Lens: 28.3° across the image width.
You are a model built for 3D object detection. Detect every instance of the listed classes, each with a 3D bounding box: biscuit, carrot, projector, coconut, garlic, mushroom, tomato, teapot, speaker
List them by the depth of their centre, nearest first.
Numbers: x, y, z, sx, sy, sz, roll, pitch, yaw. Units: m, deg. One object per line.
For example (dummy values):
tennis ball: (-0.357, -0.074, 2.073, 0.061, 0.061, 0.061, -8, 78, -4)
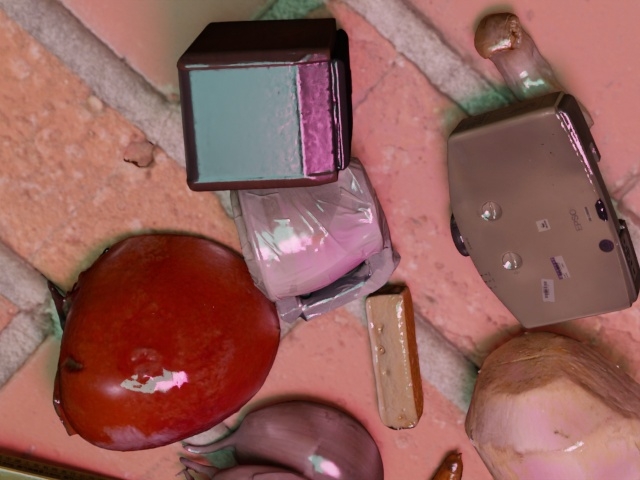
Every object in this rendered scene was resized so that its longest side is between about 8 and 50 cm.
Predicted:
speaker: (-0.061, -0.158, 1.426, 0.192, 0.231, 0.153, -2, 108, 2)
mushroom: (0.256, -0.183, 1.502, 0.059, 0.054, 0.202, -34, 110, 19)
projector: (0.255, -0.031, 1.512, 0.193, 0.088, 0.270, -14, 111, 29)
teapot: (0.000, 0.003, 1.514, 0.178, 0.163, 0.222, -16, 108, 2)
coconut: (0.295, 0.236, 1.553, 0.197, 0.237, 0.237, -37, 106, -24)
tomato: (-0.199, 0.152, 1.563, 0.308, 0.170, 0.309, 1, 109, 3)
biscuit: (0.093, 0.149, 1.615, 0.056, 0.052, 0.188, 0, 108, 19)
garlic: (-0.040, 0.335, 1.652, 0.292, 0.210, 0.237, 37, 140, -12)
carrot: (0.151, 0.392, 1.691, 0.059, 0.059, 0.248, 9, 105, -1)

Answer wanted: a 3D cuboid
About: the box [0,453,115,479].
box: (-0.344, 0.389, 1.691, 0.311, 0.043, 0.173, 15, 108, -12)
